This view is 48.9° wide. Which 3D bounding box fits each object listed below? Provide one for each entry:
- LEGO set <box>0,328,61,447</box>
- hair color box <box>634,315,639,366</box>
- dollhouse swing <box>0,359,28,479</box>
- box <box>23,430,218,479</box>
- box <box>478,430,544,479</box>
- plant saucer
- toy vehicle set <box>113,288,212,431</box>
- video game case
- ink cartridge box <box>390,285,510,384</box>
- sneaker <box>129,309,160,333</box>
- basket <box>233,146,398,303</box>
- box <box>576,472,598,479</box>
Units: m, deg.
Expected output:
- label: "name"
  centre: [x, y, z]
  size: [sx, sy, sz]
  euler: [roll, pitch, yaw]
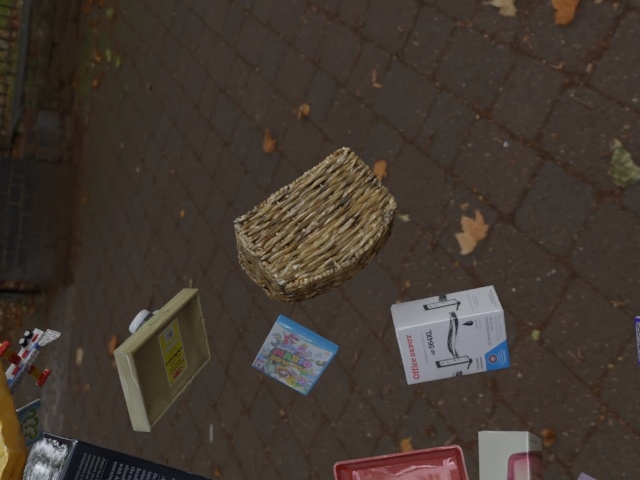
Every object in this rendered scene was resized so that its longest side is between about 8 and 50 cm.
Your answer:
- label: "LEGO set"
  centre: [-0.472, 0.235, 1.037]
  size: [0.060, 0.182, 0.244]
  euler: [14, 110, 26]
- label: "hair color box"
  centre: [0.669, 0.182, 1.204]
  size: [0.185, 0.339, 0.110]
  euler: [-3, 86, 14]
- label: "dollhouse swing"
  centre: [-0.544, 0.243, 0.748]
  size: [0.305, 0.315, 0.346]
  euler: [-54, 51, 24]
- label: "box"
  centre: [-0.378, 0.542, 1.400]
  size: [0.294, 0.396, 0.211]
  euler: [-17, 51, 55]
- label: "box"
  centre: [0.468, 0.591, 1.717]
  size: [0.127, 0.149, 0.232]
  euler: [-8, 66, 28]
- label: "plant saucer"
  centre: [0.169, 0.522, 1.299]
  size: [0.259, 0.048, 0.259]
  euler: [-16, 76, 23]
- label: "toy vehicle set"
  centre: [-0.294, 0.221, 1.358]
  size: [0.035, 0.267, 0.165]
  euler: [0, 110, 18]
- label: "video game case"
  centre: [-0.048, 0.211, 1.277]
  size: [0.015, 0.119, 0.166]
  euler: [-60, -1, -45]
- label: "ink cartridge box"
  centre: [0.250, 0.185, 1.360]
  size: [0.086, 0.203, 0.148]
  euler: [-93, -11, -58]
- label: "sneaker"
  centre: [-0.357, 0.222, 1.610]
  size: [0.079, 0.121, 0.217]
  euler: [-55, -5, -5]
- label: "basket"
  centre: [0.000, 0.000, 1.426]
  size: [0.213, 0.299, 0.223]
  euler: [50, 163, 15]
- label: "box"
  centre: [0.441, 0.409, 1.064]
  size: [0.067, 0.063, 0.324]
  euler: [-61, -13, -6]
